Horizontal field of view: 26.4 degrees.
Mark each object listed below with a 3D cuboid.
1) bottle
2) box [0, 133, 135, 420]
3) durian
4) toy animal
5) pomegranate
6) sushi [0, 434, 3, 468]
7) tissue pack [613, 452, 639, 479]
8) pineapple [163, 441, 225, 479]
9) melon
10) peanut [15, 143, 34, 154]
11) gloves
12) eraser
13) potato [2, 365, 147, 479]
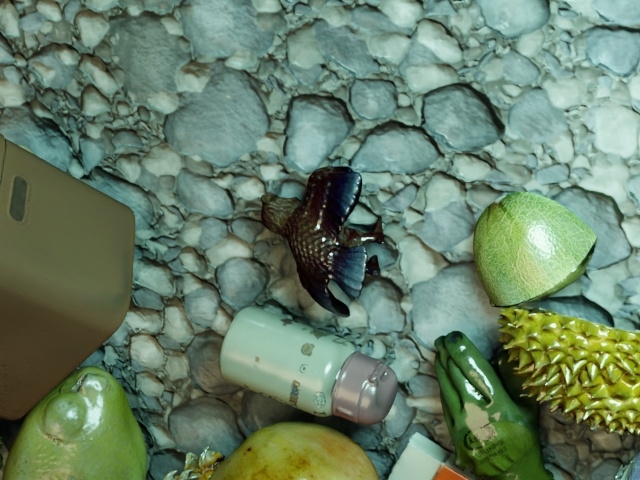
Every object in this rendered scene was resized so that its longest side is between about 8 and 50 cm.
[{"bbox_3d":[-0.011,0.173,1.816,0.233,0.110,0.110,19,120,16],"label":"bottle"},{"bbox_3d":[-0.431,0.062,1.852,0.229,0.239,0.339,27,130,-30],"label":"box"},{"bbox_3d":[0.317,0.152,1.607,0.250,0.183,0.138,16,98,23],"label":"durian"},{"bbox_3d":[-0.007,-0.004,1.725,0.179,0.116,0.218,18,126,17],"label":"toy animal"},{"bbox_3d":[-0.024,0.379,1.835,0.270,0.229,0.252,39,99,16],"label":"pomegranate"},{"bbox_3d":[-0.624,0.252,2.043,0.294,0.178,0.352,-38,64,42],"label":"sushi"},{"bbox_3d":[0.488,0.442,1.691,0.344,0.125,0.242,25,122,13],"label":"tissue pack"},{"bbox_3d":[-0.225,0.450,2.001,0.161,0.158,0.334,-143,46,-59],"label":"pineapple"},{"bbox_3d":[0.236,0.013,1.637,0.160,0.079,0.128,-30,99,34],"label":"melon"},{"bbox_3d":[-0.441,-0.078,1.928,0.076,0.076,0.152,42,129,3],"label":"peanut"},{"bbox_3d":[0.222,0.235,1.742,0.135,0.107,0.268,-30,97,2],"label":"gloves"},{"bbox_3d":[0.192,0.380,1.858,0.230,0.038,0.157,31,123,10],"label":"eraser"},{"bbox_3d":[-0.363,0.346,2.009,0.202,0.218,0.351,39,127,51],"label":"potato"}]
